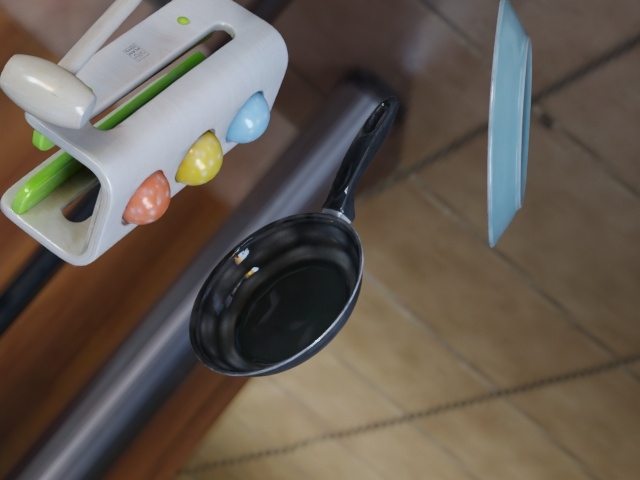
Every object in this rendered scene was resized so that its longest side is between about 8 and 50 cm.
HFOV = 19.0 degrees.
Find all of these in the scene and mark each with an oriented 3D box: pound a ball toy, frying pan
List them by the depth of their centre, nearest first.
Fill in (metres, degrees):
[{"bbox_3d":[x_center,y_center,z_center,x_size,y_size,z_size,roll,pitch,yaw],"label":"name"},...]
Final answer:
[{"bbox_3d":[-0.147,-0.114,1.661,0.135,0.319,0.208,35,134,12],"label":"pound a ball toy"},{"bbox_3d":[-0.025,0.007,1.895,0.197,0.326,0.053,-12,135,31],"label":"frying pan"}]

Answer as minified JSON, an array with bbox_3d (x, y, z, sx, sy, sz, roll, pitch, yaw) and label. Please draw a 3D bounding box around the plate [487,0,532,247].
[{"bbox_3d":[0.141,-0.088,1.411,0.024,0.188,0.188,3,150,9],"label":"plate"}]
